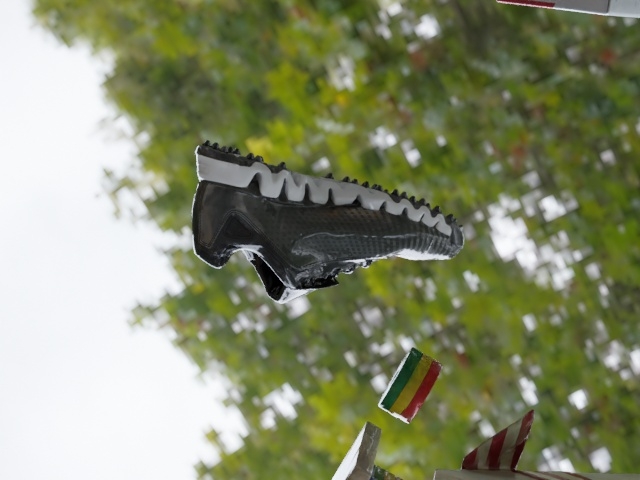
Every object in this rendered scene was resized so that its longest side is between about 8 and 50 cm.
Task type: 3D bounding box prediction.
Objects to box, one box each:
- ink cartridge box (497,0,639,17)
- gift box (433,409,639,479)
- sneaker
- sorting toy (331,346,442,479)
[{"bbox_3d":[0.269,-0.254,1.871,0.127,0.072,0.175,12,-170,37],"label":"ink cartridge box"},{"bbox_3d":[0.219,0.281,1.449,0.258,0.255,0.276,11,-91,52],"label":"gift box"},{"bbox_3d":[0.000,0.000,1.493,0.078,0.234,0.106,21,-84,62],"label":"sneaker"},{"bbox_3d":[0.008,0.204,1.261,0.274,0.046,0.132,-59,179,8],"label":"sorting toy"}]
